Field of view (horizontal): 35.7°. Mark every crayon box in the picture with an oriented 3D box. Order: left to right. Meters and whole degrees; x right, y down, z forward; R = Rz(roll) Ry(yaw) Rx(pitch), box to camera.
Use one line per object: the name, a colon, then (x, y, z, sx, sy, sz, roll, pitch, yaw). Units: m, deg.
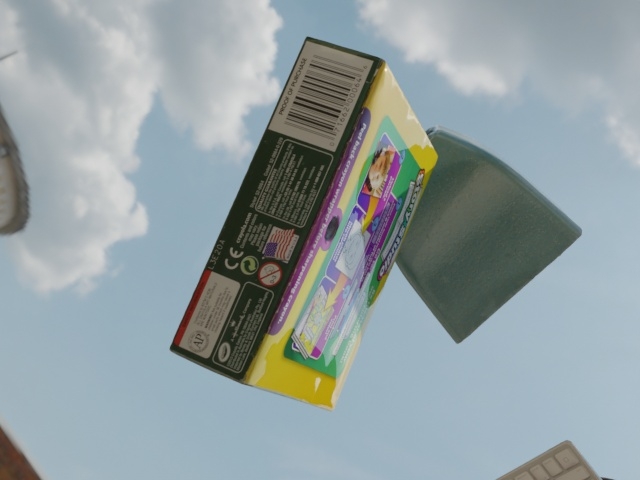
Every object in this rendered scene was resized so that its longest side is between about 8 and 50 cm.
crayon box: (0.000, 0.000, 1.153, 0.106, 0.363, 0.313, 21, -7, 20)

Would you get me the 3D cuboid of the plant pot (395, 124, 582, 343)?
plant pot: (0.210, -0.038, 1.535, 0.252, 0.247, 0.248, 45, 11, -4)

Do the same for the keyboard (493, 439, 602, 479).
keyboard: (0.103, 0.223, 0.706, 0.072, 0.014, 0.256, 49, -54, 0)

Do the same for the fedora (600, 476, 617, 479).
fedora: (0.520, 0.565, 1.814, 0.275, 0.124, 0.244, 16, -66, 12)
